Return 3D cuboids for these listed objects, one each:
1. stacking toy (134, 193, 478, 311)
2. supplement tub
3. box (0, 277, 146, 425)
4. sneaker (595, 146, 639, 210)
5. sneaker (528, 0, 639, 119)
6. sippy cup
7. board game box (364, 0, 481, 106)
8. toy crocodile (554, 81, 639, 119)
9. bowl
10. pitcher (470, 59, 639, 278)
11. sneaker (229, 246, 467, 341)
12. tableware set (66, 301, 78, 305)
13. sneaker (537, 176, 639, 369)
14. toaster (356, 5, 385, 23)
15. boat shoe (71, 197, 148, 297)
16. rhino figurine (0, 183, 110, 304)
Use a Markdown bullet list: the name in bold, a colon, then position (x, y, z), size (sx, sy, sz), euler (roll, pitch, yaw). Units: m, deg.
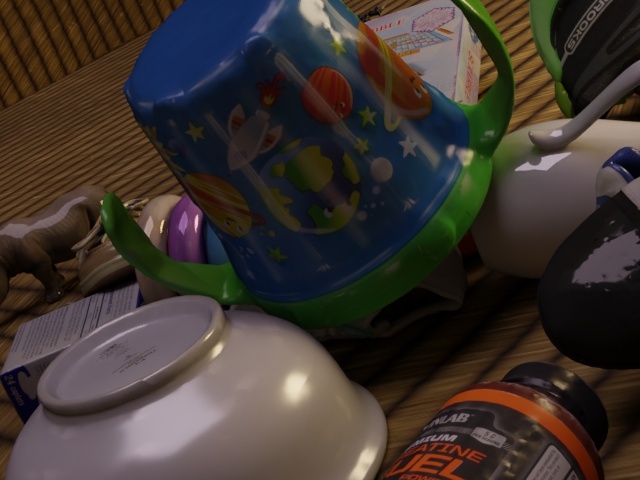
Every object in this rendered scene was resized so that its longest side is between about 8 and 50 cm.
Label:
- **stacking toy**: position (0.000, 0.000, 1.133), size (0.330, 0.141, 0.141), euler (-10, 22, 18)
- **supplement tub**: position (0.085, 0.147, 0.656), size (0.106, 0.106, 0.198), euler (-6, 25, 40)
- **box**: position (-0.219, 0.107, 1.152), size (0.137, 0.072, 0.126), euler (-23, 18, 2)
- **sneaker**: position (0.324, -0.024, 0.808), size (0.297, 0.131, 0.112), euler (-10, 21, 29)
- **sneaker**: position (0.439, -0.198, 1.103), size (0.483, 0.202, 0.185), euler (-8, -11, 11)
- **sippy cup**: position (-0.022, -0.087, 0.942), size (0.305, 0.224, 0.240), euler (-51, 31, -14)
- **board game box**: position (0.039, -0.171, 1.516), size (0.319, 0.066, 0.318), euler (-15, 34, 21)
- **toy crocodile**: position (0.403, -0.210, 1.272), size (0.341, 0.105, 0.115), euler (-24, 35, -11)
- **bowl**: position (-0.110, 0.131, 0.877), size (0.298, 0.134, 0.298), euler (-20, 20, 7)
- **pitcher**: position (0.214, -0.060, 0.958), size (0.207, 0.177, 0.125), euler (-16, 43, 15)
- **sneaker**: position (0.020, 0.056, 1.029), size (0.212, 0.080, 0.094), euler (-19, 31, 8)
- **tableware set**: position (-0.264, 0.091, 1.319), size (0.154, 0.024, 0.104), euler (-31, 21, -23)
- **sneaker**: position (0.270, -0.034, 0.706), size (0.331, 0.122, 0.146), euler (-28, -23, 11)
- **toaster**: position (0.011, -0.243, 1.767), size (0.186, 0.110, 0.168), euler (-16, 22, 21)
- **boat shoe**: position (-0.217, 0.002, 1.308), size (0.105, 0.089, 0.285), euler (-19, 3, -9)
- **rhino figurine**: position (-0.341, 0.017, 1.473), size (0.243, 0.106, 0.073), euler (-30, 20, -20)
